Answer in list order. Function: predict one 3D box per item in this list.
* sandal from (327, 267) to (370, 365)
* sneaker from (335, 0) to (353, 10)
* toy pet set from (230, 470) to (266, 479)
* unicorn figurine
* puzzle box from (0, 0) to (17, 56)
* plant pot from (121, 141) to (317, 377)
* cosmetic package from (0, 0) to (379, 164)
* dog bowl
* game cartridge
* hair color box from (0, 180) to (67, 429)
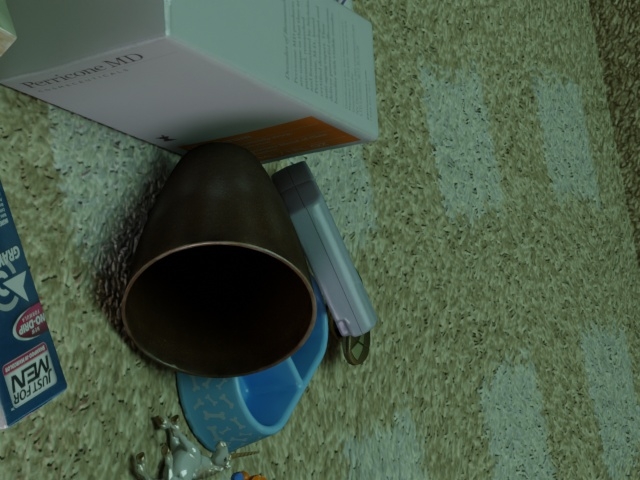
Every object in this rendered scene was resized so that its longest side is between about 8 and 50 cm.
[{"bbox_3d":[0.033,0.101,2.386,0.072,0.049,0.180,58,20,-44],"label":"sandal"},{"bbox_3d":[-0.052,-0.344,2.334,0.282,0.102,0.161,-39,111,-59],"label":"sneaker"},{"bbox_3d":[-0.100,0.324,2.033,0.114,0.065,0.122,16,88,-51],"label":"toy pet set"},{"bbox_3d":[-0.154,0.252,1.978,0.162,0.060,0.111,-51,129,-37],"label":"unicorn figurine"},{"bbox_3d":[-0.446,-0.316,1.438,0.409,0.052,0.272,29,26,-40],"label":"puzzle box"},{"bbox_3d":[-0.116,0.002,2.007,0.215,0.215,0.230,54,22,-38],"label":"plant pot"},{"bbox_3d":[-0.138,-0.217,1.988,0.453,0.230,0.161,20,63,-57],"label":"cosmetic package"},{"bbox_3d":[-0.074,0.134,2.140,0.166,0.074,0.297,66,31,-23],"label":"dog bowl"},{"bbox_3d":[0.000,0.000,2.193,0.297,0.062,0.198,-114,-176,-79],"label":"game cartridge"},{"bbox_3d":[-0.367,0.001,1.542,0.105,0.174,0.347,-35,111,-61],"label":"hair color box"}]
